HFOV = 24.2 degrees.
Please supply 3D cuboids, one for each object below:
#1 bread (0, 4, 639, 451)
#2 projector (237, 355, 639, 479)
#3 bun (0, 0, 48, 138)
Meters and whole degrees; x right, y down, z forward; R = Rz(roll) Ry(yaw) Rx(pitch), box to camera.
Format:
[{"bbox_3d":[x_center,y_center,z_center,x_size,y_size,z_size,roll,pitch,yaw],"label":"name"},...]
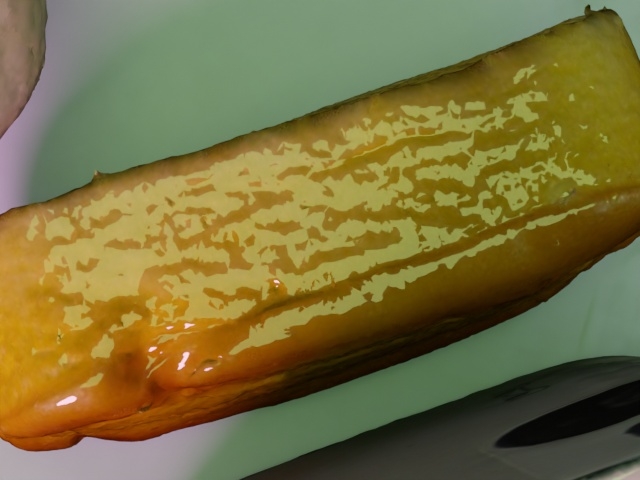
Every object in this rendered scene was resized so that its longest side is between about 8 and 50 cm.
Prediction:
[{"bbox_3d":[0.000,0.000,0.487,0.245,0.102,0.094,-19,86,-5],"label":"bread"},{"bbox_3d":[0.073,0.174,0.408,0.249,0.249,0.248,-19,88,-5],"label":"projector"},{"bbox_3d":[-0.177,-0.067,0.473,0.222,0.127,0.222,-2,74,5],"label":"bun"}]
